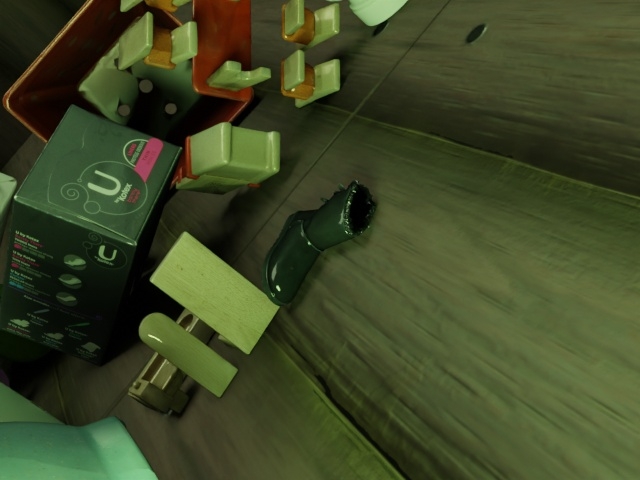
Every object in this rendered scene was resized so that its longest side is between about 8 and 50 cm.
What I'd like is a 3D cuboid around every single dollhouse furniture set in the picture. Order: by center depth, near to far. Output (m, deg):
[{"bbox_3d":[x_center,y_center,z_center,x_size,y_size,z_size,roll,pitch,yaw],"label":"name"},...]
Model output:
[{"bbox_3d":[-0.157,0.085,0.972,0.144,0.123,0.151,-57,25,-17],"label":"dollhouse furniture set"},{"bbox_3d":[-0.121,-0.198,1.200,0.135,0.262,0.259,-16,72,54],"label":"dollhouse furniture set"}]

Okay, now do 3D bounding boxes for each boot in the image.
[{"bbox_3d":[0.000,0.001,0.931,0.099,0.045,0.121,-22,35,40],"label":"boot"}]

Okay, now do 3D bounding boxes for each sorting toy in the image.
[{"bbox_3d":[-0.470,0.132,1.441,0.126,0.127,0.365,-40,24,30],"label":"sorting toy"}]

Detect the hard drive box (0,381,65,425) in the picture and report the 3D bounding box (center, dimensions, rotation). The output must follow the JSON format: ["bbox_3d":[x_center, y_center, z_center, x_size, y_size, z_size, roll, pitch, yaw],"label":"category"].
[{"bbox_3d":[-0.456,0.239,1.187,0.232,0.181,0.089,-26,33,40],"label":"hard drive box"}]

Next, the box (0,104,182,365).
[{"bbox_3d":[-0.280,0.001,1.166,0.270,0.143,0.165,118,171,-49],"label":"box"}]

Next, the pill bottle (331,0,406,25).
[{"bbox_3d":[0.012,-0.393,1.235,0.136,0.246,0.136,-39,26,23],"label":"pill bottle"}]

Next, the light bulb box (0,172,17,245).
[{"bbox_3d":[-0.663,0.039,1.372,0.225,0.358,0.361,-78,14,-50],"label":"light bulb box"}]

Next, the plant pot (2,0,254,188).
[{"bbox_3d":[-0.287,-0.234,1.526,0.267,0.267,0.235,-46,13,7],"label":"plant pot"}]

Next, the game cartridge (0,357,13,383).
[{"bbox_3d":[-0.592,0.300,1.489,0.297,0.062,0.198,-31,26,35],"label":"game cartridge"}]

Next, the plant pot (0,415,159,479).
[{"bbox_3d":[-0.182,0.238,0.651,0.196,0.293,0.293,-29,18,-20],"label":"plant pot"}]
